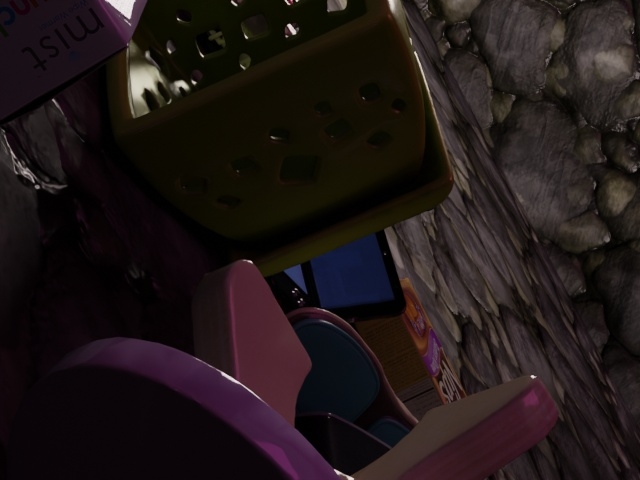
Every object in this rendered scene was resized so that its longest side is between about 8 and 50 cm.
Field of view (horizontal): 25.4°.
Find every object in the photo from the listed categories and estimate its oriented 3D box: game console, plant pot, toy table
[{"bbox_3d":[0.000,0.000,1.255,0.124,0.085,0.144,47,21,-46],"label":"game console"},{"bbox_3d":[-0.023,-0.116,1.135,0.227,0.228,0.207,-100,163,-50],"label":"plant pot"},{"bbox_3d":[-0.015,0.144,0.698,0.161,0.252,0.274,-45,120,-58],"label":"toy table"}]

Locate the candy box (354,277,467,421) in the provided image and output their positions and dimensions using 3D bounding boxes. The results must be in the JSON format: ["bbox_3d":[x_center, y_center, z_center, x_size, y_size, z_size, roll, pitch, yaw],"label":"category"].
[{"bbox_3d":[0.097,0.131,1.415,0.187,0.053,0.109,65,14,6],"label":"candy box"}]

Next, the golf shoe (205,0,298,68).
[{"bbox_3d":[-0.061,-0.178,1.387,0.120,0.105,0.273,20,36,-46],"label":"golf shoe"}]

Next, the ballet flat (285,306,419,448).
[{"bbox_3d":[0.021,0.132,1.140,0.248,0.086,0.086,54,17,-33],"label":"ballet flat"}]

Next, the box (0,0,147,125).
[{"bbox_3d":[-0.209,-0.230,0.881,0.231,0.126,0.262,56,16,-25],"label":"box"}]

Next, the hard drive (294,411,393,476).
[{"bbox_3d":[0.068,0.240,1.061,0.254,0.054,0.172,41,24,-32],"label":"hard drive"}]
